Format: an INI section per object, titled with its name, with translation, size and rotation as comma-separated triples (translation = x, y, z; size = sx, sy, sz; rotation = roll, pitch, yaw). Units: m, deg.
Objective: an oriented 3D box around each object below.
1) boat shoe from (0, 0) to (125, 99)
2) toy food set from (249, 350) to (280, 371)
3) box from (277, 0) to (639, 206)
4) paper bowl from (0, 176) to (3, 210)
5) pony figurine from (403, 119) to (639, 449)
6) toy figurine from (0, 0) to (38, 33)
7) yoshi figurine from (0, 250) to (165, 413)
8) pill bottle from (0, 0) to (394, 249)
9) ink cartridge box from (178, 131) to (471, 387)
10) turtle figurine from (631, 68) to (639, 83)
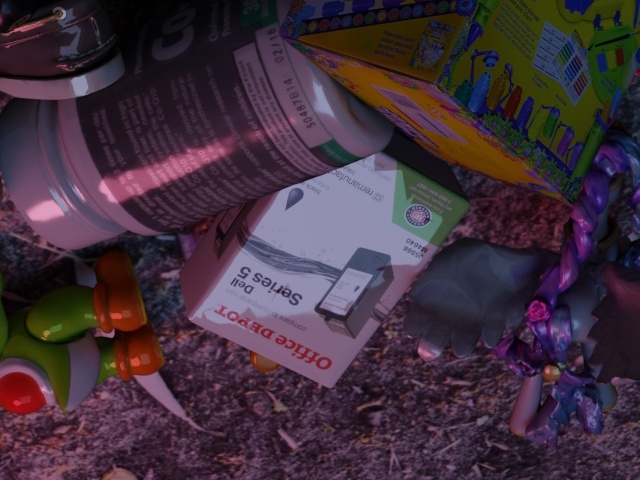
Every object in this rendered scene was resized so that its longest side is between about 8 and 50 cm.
[boat shoe]
translation = -0.338, -0.196, 1.430
size = 0.324, 0.116, 0.097
rotation = 5, 123, 24
[toy food set]
translation = 0.006, 0.053, 1.823
size = 0.111, 0.104, 0.232
rotation = 24, 109, -14
[box]
translation = 0.159, -0.224, 1.351
size = 0.290, 0.177, 0.279
rotation = 32, 83, -53
[paper bowl]
translation = -0.452, -0.031, 1.489
size = 0.284, 0.284, 0.148
rotation = -11, 138, 0
[pony figurine]
translation = 0.278, 0.067, 1.711
size = 0.302, 0.351, 0.363
rotation = 13, 139, 17
[toy figurine]
translation = -0.300, -0.304, 1.296
size = 0.148, 0.213, 0.210
rotation = 9, 129, -3
[yoshi figurine]
translation = -0.381, 0.126, 1.781
size = 0.362, 0.204, 0.203
rotation = -21, 177, -10
[pill bottle]
translation = -0.125, -0.124, 1.496
size = 0.361, 0.204, 0.204
rotation = -20, 136, 23
[ink cartridge box]
translation = 0.000, 0.000, 1.667
size = 0.198, 0.115, 0.273
rotation = 28, 109, -22
[turtle figurine]
translation = 0.241, -0.176, 1.575
size = 0.175, 0.118, 0.234
rotation = 6, 152, -16
